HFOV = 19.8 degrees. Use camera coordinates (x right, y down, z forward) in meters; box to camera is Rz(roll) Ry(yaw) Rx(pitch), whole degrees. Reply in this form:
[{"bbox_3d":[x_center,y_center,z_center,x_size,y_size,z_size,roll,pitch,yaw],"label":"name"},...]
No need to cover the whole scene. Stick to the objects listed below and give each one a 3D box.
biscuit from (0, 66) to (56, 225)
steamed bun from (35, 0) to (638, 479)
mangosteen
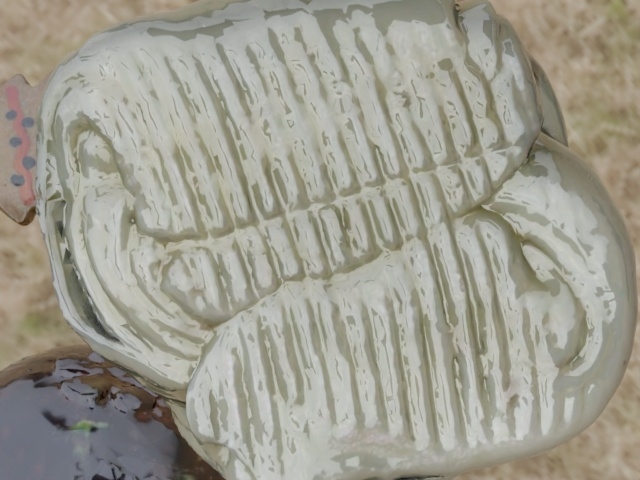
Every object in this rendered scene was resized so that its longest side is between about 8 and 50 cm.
[{"bbox_3d":[-0.194,-0.058,1.192,0.130,0.019,0.119,-6,81,2],"label":"biscuit"},{"bbox_3d":[0.001,0.002,0.737,0.218,0.144,0.211,-19,92,-11],"label":"steamed bun"},{"bbox_3d":[-0.159,0.217,1.322,0.231,0.231,0.289,12,111,36],"label":"mangosteen"}]
